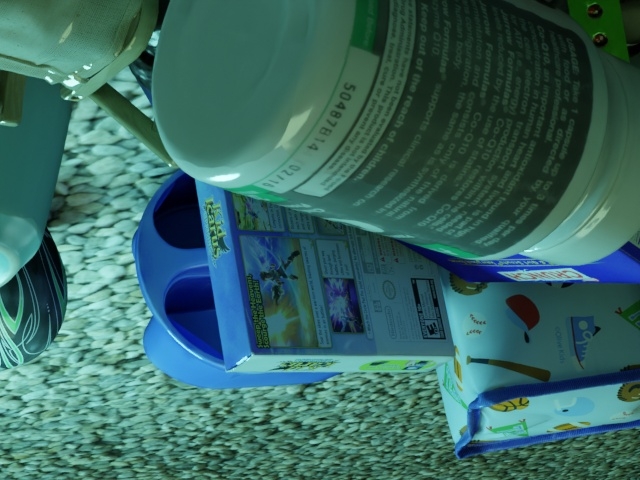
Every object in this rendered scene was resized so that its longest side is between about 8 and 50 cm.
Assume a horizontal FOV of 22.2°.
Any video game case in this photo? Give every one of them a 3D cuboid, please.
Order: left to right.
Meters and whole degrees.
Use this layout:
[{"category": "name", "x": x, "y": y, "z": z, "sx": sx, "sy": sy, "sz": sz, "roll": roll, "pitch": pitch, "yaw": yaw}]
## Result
[{"category": "video game case", "x": 0.000, "y": 0.000, "z": 1.650, "sx": 0.244, "sy": 0.269, "sz": 0.061, "roll": 4, "pitch": 156, "yaw": -34}]

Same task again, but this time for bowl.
[{"category": "bowl", "x": -0.375, "y": -0.041, "z": 1.507, "sx": 0.311, "sy": 0.163, "sz": 0.311, "roll": -11, "pitch": 159, "yaw": -4}]

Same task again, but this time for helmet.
[{"category": "helmet", "x": -0.351, "y": 0.055, "z": 1.766, "sx": 0.169, "sy": 0.161, "sz": 0.169, "roll": -10, "pitch": 159, "yaw": -4}]

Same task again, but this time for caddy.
[{"category": "caddy", "x": -0.045, "y": 0.033, "z": 1.762, "sx": 0.341, "sy": 0.241, "sz": 0.179, "roll": -2, "pitch": 162, "yaw": -24}]

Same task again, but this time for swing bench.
[{"category": "swing bench", "x": -0.253, "y": -0.169, "z": 1.199, "sx": 0.253, "sy": 0.165, "sz": 0.255, "roll": 9, "pitch": -176, "yaw": -45}]

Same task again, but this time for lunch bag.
[{"category": "lunch bag", "x": 0.318, "y": 0.042, "z": 1.855, "sx": 0.385, "sy": 0.328, "sz": 0.239, "roll": -7, "pitch": 157, "yaw": -7}]

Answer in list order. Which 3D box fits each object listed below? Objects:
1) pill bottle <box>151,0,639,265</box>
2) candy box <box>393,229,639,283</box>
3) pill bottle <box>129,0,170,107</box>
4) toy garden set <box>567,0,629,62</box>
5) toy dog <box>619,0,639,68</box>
[{"category": "pill bottle", "x": 0.077, "y": -0.099, "z": 1.185, "sx": 0.361, "sy": 0.204, "sz": 0.204, "roll": 16, "pitch": 147, "yaw": -37}, {"category": "candy box", "x": 0.144, "y": -0.068, "z": 1.535, "sx": 0.317, "sy": 0.122, "sz": 0.268, "roll": 31, "pitch": 159, "yaw": -36}, {"category": "pill bottle", "x": -0.095, "y": -0.151, "z": 1.394, "sx": 0.123, "sy": 0.123, "sz": 0.219, "roll": -14, "pitch": 146, "yaw": 8}, {"category": "toy garden set", "x": 0.329, "y": -0.240, "z": 1.380, "sx": 0.244, "sy": 0.204, "sz": 0.049, "roll": -9, "pitch": -158, "yaw": 11}, {"category": "toy dog", "x": 0.393, "y": -0.151, "z": 1.485, "sx": 0.334, "sy": 0.220, "sz": 0.161, "roll": -22, "pitch": -167, "yaw": 28}]
